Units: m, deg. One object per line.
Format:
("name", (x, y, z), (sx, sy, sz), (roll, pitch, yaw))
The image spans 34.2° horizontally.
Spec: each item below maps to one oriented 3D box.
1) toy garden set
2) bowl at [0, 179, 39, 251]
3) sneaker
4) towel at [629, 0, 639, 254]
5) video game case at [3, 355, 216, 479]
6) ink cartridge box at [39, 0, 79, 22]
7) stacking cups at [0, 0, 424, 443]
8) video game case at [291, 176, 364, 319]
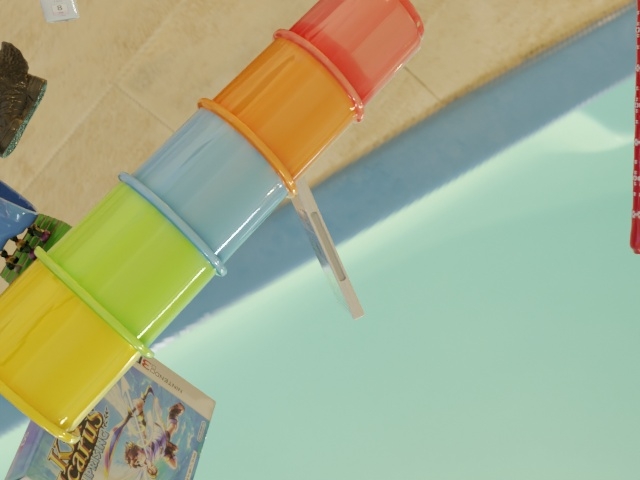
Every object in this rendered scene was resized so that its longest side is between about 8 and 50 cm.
("toy garden set", (-0.422, 0.051, 1.398), (0.049, 0.244, 0.203), (34, 81, -20))
("bowl", (-0.532, -0.107, 1.261), (0.391, 0.391, 0.077), (33, 88, -24))
("sneaker", (-0.454, -0.201, 1.489), (0.089, 0.051, 0.170), (25, 61, -8))
("towel", (0.328, -0.130, 0.896), (0.199, 0.031, 0.274), (-9, 101, -39))
("video game case", (-0.280, 0.277, 1.441), (0.061, 0.269, 0.244), (-29, 123, 36))
("ink cartridge box", (-0.386, -0.449, 1.438), (0.066, 0.189, 0.232), (-12, 152, -5))
("stacking cups", (-0.069, -0.035, 0.597), (0.316, 0.096, 0.096), (-49, 116, -8))
("video game case", (0.000, 0.000, 0.829), (0.011, 0.087, 0.122), (-24, 99, -5))
